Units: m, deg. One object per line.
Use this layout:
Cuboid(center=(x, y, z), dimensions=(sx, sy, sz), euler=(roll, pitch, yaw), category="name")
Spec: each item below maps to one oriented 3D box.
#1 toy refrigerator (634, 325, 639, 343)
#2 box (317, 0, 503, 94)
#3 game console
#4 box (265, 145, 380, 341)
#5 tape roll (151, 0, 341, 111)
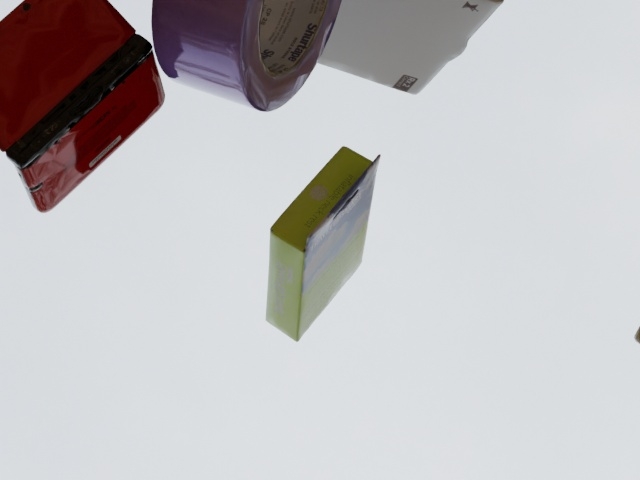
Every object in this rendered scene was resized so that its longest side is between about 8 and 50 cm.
Cuboid(center=(0.274, 0.053, 0.685), dimensions=(0.270, 0.102, 0.094), euler=(28, -163, 11), category="toy refrigerator")
Cuboid(center=(0.054, -0.247, 1.571), dimensions=(0.182, 0.181, 0.119), euler=(17, -119, -17), category="box")
Cuboid(center=(-0.204, -0.115, 1.325), dimensions=(0.085, 0.124, 0.144), euler=(37, -110, 22), category="game console")
Cuboid(center=(0.000, 0.000, 1.456), dimensions=(0.042, 0.178, 0.109), euler=(32, -118, 15), category="box")
Cuboid(center=(-0.052, -0.202, 1.344), dimensions=(0.080, 0.189, 0.189), euler=(21, -123, 19), category="tape roll")
